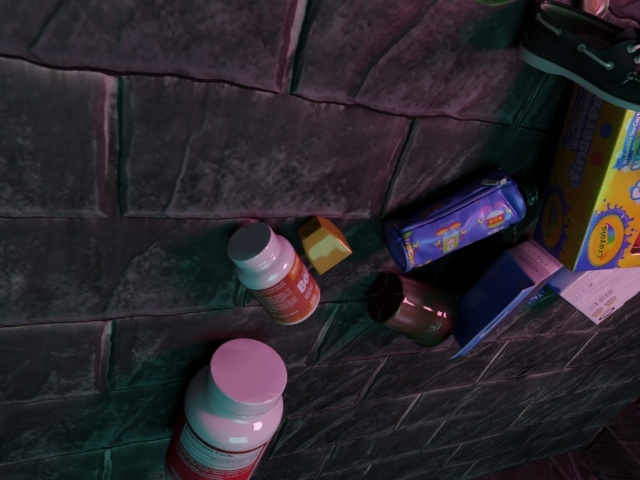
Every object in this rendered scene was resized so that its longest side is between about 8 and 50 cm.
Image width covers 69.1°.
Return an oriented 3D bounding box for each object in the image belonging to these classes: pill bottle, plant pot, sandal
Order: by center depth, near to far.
[{"bbox_3d":[0.455,-0.434,0.768,0.072,0.049,0.180,-38,135,10],"label":"sandal"},{"bbox_3d":[-0.091,0.065,0.911,0.121,0.121,0.216,-29,136,1],"label":"pill bottle"},{"bbox_3d":[0.000,0.000,0.929,0.081,0.081,0.083,-35,125,8],"label":"plant pot"},{"bbox_3d":[-0.224,0.433,1.107,0.229,0.229,0.407,5,127,-29],"label":"pill bottle"},{"bbox_3d":[0.213,0.160,1.124,0.165,0.167,0.167,22,118,-30],"label":"plant pot"}]

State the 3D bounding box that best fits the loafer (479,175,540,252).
[{"bbox_3d":[0.437,-0.049,1.087,0.078,0.080,0.220,-9,133,-18],"label":"loafer"}]

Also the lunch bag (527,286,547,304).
[{"bbox_3d":[0.581,0.122,1.304,0.065,0.098,0.067,-50,162,25],"label":"lunch bag"}]

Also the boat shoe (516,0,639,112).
[{"bbox_3d":[0.453,-0.289,0.724,0.114,0.302,0.091,-39,148,-28],"label":"boat shoe"}]

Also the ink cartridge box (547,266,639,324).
[{"bbox_3d":[0.802,0.078,1.324,0.395,0.151,0.270,28,113,-38],"label":"ink cartridge box"}]

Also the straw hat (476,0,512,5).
[{"bbox_3d":[0.264,-0.422,0.677,0.061,0.144,0.144,-40,158,-54],"label":"straw hat"}]

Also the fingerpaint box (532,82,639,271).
[{"bbox_3d":[0.683,-0.170,0.930,0.371,0.163,0.445,-3,119,-9],"label":"fingerpaint box"}]

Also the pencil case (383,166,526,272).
[{"bbox_3d":[0.285,-0.044,0.990,0.306,0.119,0.133,-25,143,-3],"label":"pencil case"}]

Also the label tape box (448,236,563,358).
[{"bbox_3d":[0.433,0.132,1.137,0.348,0.115,0.249,-10,141,-47],"label":"label tape box"}]
